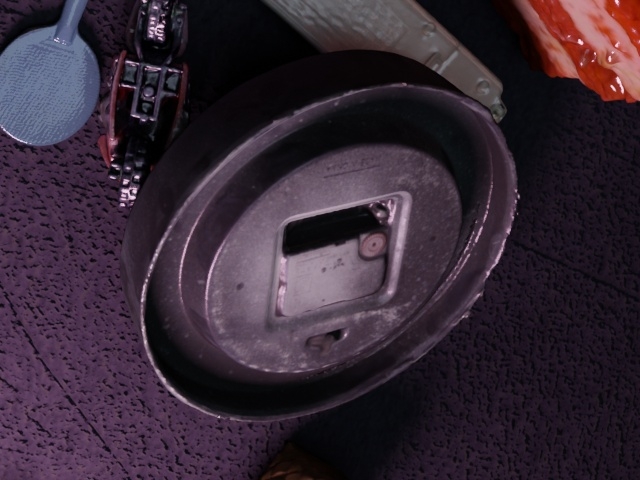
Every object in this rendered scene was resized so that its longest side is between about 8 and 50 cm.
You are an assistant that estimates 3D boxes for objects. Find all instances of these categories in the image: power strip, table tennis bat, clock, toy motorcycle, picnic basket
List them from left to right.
[{"bbox_3d":[-0.242,-0.159,1.562,0.100,0.019,0.155,16,104,-21],"label":"table tennis bat"},{"bbox_3d":[-0.153,-0.133,1.553,0.082,0.122,0.213,10,92,-13],"label":"toy motorcycle"},{"bbox_3d":[-0.033,0.304,1.713,0.128,0.138,0.178,34,90,-24],"label":"picnic basket"},{"bbox_3d":[0.000,0.000,1.582,0.386,0.076,0.386,-18,134,-19],"label":"clock"},{"bbox_3d":[0.051,-0.192,1.615,0.338,0.058,0.098,40,93,-23],"label":"power strip"}]

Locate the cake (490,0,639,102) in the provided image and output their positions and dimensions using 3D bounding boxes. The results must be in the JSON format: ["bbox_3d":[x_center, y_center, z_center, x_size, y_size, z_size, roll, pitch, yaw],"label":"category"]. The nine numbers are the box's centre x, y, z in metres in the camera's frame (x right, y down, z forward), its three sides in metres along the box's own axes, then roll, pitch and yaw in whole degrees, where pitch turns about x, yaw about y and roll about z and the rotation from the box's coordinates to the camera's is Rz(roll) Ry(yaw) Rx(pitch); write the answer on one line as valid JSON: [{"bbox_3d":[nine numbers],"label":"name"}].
[{"bbox_3d":[0.278,-0.293,1.505,0.269,0.319,0.270,-39,114,-3],"label":"cake"}]
